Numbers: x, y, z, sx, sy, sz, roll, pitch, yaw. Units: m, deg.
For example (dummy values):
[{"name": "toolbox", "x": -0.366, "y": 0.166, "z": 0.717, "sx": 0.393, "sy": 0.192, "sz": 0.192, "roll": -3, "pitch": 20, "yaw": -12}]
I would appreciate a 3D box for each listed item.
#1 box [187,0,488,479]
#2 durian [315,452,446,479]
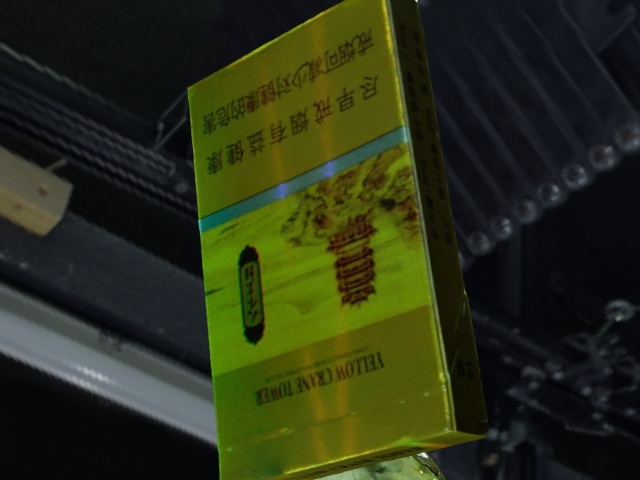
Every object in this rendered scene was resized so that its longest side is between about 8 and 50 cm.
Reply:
[{"name": "box", "x": 0.000, "y": 0.000, "z": 0.466, "sx": 0.030, "sy": 0.121, "sz": 0.193, "roll": 15, "pitch": -119, "yaw": -48}, {"name": "durian", "x": 0.028, "y": 0.250, "z": 0.703, "sx": 0.163, "sy": 0.198, "sz": 0.394, "roll": -8, "pitch": -138, "yaw": -25}]
